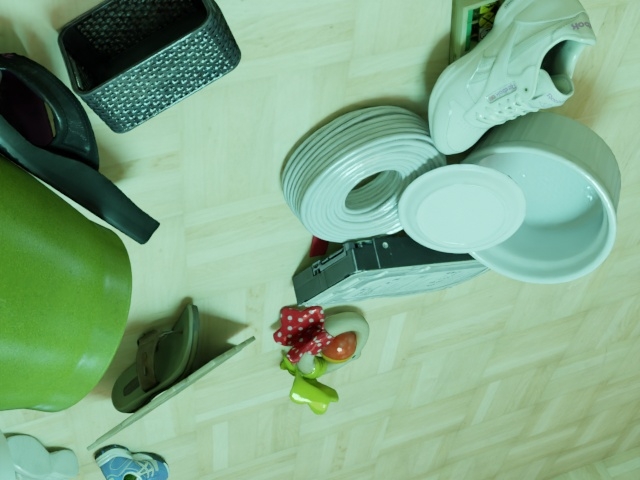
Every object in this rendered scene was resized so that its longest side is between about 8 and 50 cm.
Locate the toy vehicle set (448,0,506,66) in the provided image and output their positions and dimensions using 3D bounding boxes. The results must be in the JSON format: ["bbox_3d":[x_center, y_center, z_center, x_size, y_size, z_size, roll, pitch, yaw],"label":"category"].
[{"bbox_3d":[0.272,-0.279,1.396,0.166,0.035,0.267,-20,147,-8],"label":"toy vehicle set"}]

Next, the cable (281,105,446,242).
[{"bbox_3d":[0.071,-0.095,1.471,0.257,0.089,0.257,-25,147,0],"label":"cable"}]

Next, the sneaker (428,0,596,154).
[{"bbox_3d":[0.257,-0.214,1.304,0.114,0.152,0.305,-1,141,-36],"label":"sneaker"}]

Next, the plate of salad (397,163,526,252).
[{"bbox_3d":[0.221,-0.053,1.478,0.199,0.048,0.200,2,139,2],"label":"plate of salad"}]

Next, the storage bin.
[{"bbox_3d":[-0.197,-0.223,1.085,0.180,0.122,0.084,-30,147,7],"label":"storage bin"}]

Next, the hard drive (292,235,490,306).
[{"bbox_3d":[0.149,0.049,1.674,0.339,0.064,0.237,-4,164,-29],"label":"hard drive"}]

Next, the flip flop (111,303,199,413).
[{"bbox_3d":[-0.301,0.211,1.658,0.080,0.112,0.277,26,128,-33],"label":"flip flop"}]

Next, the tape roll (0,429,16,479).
[{"bbox_3d":[-0.613,0.460,1.618,0.100,0.286,0.286,2,138,-37],"label":"tape roll"}]

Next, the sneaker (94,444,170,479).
[{"bbox_3d":[-0.396,0.498,2.001,0.080,0.081,0.211,-38,147,16],"label":"sneaker"}]

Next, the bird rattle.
[{"bbox_3d":[0.002,0.204,1.860,0.207,0.143,0.253,-23,136,-25],"label":"bird rattle"}]

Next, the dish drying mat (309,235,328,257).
[{"bbox_3d":[0.000,0.000,1.633,0.032,0.008,0.083,-12,146,-18],"label":"dish drying mat"}]

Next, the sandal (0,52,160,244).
[{"bbox_3d":[-0.331,-0.134,1.127,0.107,0.167,0.446,-56,150,-7],"label":"sandal"}]

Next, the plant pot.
[{"bbox_3d":[-0.419,0.045,1.052,0.366,0.366,0.353,-42,137,24],"label":"plant pot"}]

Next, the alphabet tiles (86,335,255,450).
[{"bbox_3d":[-0.259,0.269,1.677,0.285,0.011,0.342,-36,176,13],"label":"alphabet tiles"}]

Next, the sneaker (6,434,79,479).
[{"bbox_3d":[-0.564,0.436,1.816,0.094,0.080,0.212,-21,150,15],"label":"sneaker"}]

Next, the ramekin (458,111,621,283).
[{"bbox_3d":[0.352,-0.075,1.531,0.135,0.277,0.277,-58,171,-41],"label":"ramekin"}]
